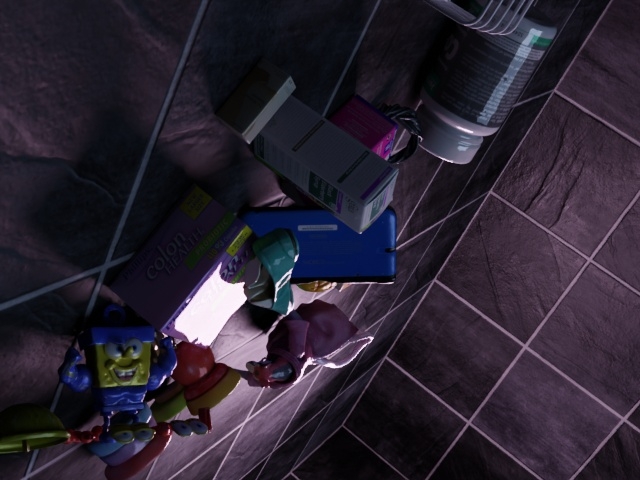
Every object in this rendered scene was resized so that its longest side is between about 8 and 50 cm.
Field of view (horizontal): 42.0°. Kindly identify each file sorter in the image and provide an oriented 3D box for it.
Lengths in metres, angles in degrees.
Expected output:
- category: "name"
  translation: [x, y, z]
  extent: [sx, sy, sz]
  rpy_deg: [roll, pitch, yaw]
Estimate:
- category: "file sorter"
  translation: [0.290, -0.491, 1.509]
  extent: [0.193, 0.173, 0.278]
  rpy_deg: [-59, 163, 22]

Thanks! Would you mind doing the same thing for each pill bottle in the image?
- category: "pill bottle"
  translation: [0.352, -0.366, 1.875]
  extent: [0.204, 0.204, 0.361]
  rpy_deg: [-27, 149, -56]

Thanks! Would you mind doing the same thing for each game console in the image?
- category: "game console"
  translation: [0.000, 0.000, 1.644]
  extent: [0.173, 0.293, 0.250]
  rpy_deg: [-89, 177, -54]

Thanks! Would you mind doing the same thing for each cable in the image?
- category: "cable"
  translation: [0.154, -0.231, 1.835]
  extent: [0.184, 0.047, 0.150]
  rpy_deg: [-4, 120, -36]

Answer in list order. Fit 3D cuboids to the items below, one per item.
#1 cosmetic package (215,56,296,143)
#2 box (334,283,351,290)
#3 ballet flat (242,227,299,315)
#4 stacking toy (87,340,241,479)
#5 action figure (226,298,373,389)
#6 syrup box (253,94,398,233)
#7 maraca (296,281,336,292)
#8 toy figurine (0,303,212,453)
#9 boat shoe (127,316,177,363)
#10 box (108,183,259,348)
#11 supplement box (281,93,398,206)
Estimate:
- category: "cosmetic package"
  translation: [-0.097, -0.209, 1.244]
  extent: [0.115, 0.060, 0.041]
  rpy_deg: [-53, 163, -6]
- category: "box"
  translation: [0.084, 0.036, 2.178]
  extent: [0.170, 0.091, 0.130]
  rpy_deg: [-27, 150, -55]
- category: "ballet flat"
  translation: [-0.090, 0.062, 1.402]
  extent: [0.087, 0.083, 0.247]
  rpy_deg: [-21, 153, -17]
- category: "stacking toy"
  translation: [-0.338, 0.317, 1.643]
  extent: [0.309, 0.130, 0.279]
  rpy_deg: [-40, -168, -25]
- category: "action figure"
  translation: [-0.070, 0.284, 2.002]
  extent: [0.248, 0.276, 0.370]
  rpy_deg: [-53, 179, 22]
- category: "syrup box"
  translation: [0.007, -0.127, 1.375]
  extent: [0.096, 0.237, 0.093]
  rpy_deg: [-46, 163, -22]
- category: "maraca"
  translation: [-0.017, 0.064, 1.965]
  extent: [0.186, 0.099, 0.127]
  rpy_deg: [10, 108, -44]
- category: "toy figurine"
  translation: [-0.357, 0.211, 1.312]
  extent: [0.363, 0.217, 0.191]
  rpy_deg: [3, 168, -34]
- category: "boat shoe"
  translation: [-0.295, 0.173, 1.481]
  extent: [0.073, 0.073, 0.207]
  rpy_deg: [-50, 171, -22]
- category: "box"
  translation: [-0.201, 0.052, 1.396]
  extent: [0.213, 0.117, 0.243]
  rpy_deg: [-51, 163, -5]
- category: "supplement box"
  translation: [0.036, -0.160, 1.612]
  extent: [0.220, 0.114, 0.111]
  rpy_deg: [-44, 163, -23]
